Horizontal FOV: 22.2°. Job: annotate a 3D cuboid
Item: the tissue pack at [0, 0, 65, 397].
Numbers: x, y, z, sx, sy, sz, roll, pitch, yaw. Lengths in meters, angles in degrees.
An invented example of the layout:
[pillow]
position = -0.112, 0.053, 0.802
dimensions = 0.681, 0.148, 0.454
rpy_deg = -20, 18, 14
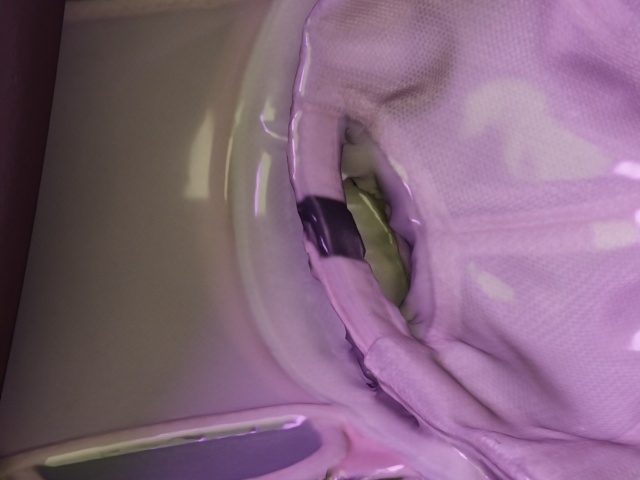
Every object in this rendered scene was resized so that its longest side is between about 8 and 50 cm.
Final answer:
[tissue pack]
position = -0.207, -0.034, 0.384
dimensions = 0.277, 0.267, 0.387
rpy_deg = 6, 83, 13

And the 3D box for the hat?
[hat]
position = 0.000, 0.000, 0.500
dimensions = 0.226, 0.164, 0.219
rpy_deg = -16, 70, 34
